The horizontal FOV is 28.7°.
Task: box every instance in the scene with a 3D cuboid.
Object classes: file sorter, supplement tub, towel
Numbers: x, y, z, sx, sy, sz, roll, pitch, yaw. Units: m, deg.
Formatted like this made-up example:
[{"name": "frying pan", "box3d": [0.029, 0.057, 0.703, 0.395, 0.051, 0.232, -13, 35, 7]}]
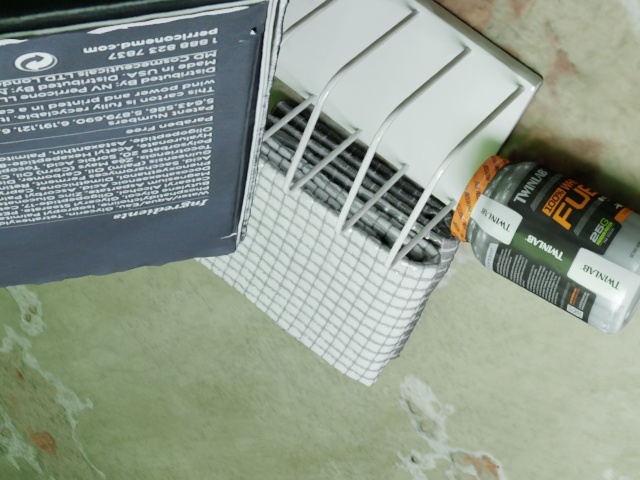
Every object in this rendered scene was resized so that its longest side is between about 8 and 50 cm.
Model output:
[{"name": "file sorter", "box3d": [0.032, -0.134, 1.236, 0.278, 0.173, 0.193, 37, 139, 10]}, {"name": "supplement tub", "box3d": [0.230, -0.001, 1.214, 0.190, 0.117, 0.117, 29, 136, 18]}, {"name": "towel", "box3d": [0.000, 0.000, 1.415, 0.284, 0.121, 0.235, 36, 140, 11]}]

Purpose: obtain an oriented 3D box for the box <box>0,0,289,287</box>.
[{"name": "box", "box3d": [-0.220, -0.261, 0.935, 0.472, 0.298, 0.479, 105, 155, -72]}]
